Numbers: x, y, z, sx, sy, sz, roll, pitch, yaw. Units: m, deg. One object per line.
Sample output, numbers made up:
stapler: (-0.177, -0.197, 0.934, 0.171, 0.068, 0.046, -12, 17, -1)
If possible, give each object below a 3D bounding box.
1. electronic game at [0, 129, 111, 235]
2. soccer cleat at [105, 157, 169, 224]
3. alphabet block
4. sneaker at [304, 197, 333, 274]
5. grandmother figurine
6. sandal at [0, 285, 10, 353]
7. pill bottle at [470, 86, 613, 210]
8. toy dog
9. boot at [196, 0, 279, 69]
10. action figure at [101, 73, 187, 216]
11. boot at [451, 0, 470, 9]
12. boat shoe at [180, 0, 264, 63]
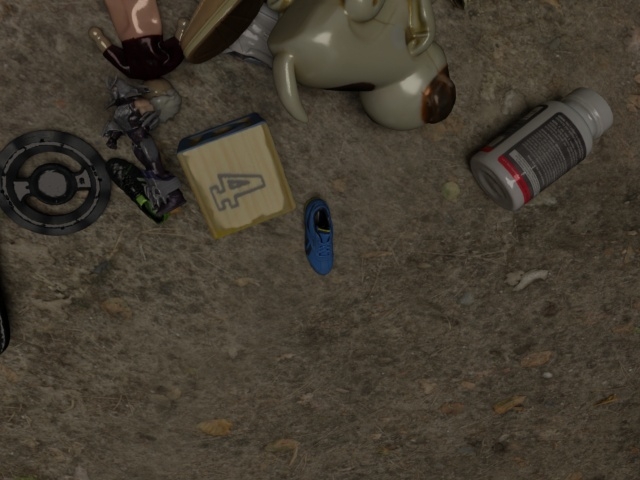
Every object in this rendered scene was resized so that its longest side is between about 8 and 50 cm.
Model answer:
electronic game: (-0.576, -0.122, 1.076, 0.229, 0.048, 0.230, -6, 108, -20)
soccer cleat: (-0.405, -0.110, 1.109, 0.060, 0.072, 0.179, -39, 113, 2)
alphabet block: (-0.184, -0.147, 1.089, 0.193, 0.192, 0.197, -21, 113, -4)
sneaker: (0.000, 0.000, 1.245, 0.069, 0.082, 0.210, -11, 113, -12)
grandmother figurine: (-0.356, -0.410, 1.009, 0.207, 0.104, 0.343, -1, 115, 16)
sandal: (-0.763, 0.052, 1.032, 0.167, 0.107, 0.446, -14, 100, -10)
pill bottle: (0.553, -0.234, 1.245, 0.318, 0.176, 0.176, -37, 113, 1)
toy dog: (0.115, -0.382, 1.012, 0.407, 0.284, 0.396, 25, 72, -40)
boot: (-0.190, -0.450, 1.029, 0.258, 0.095, 0.124, 18, 97, -20)
action figure: (-0.363, -0.197, 1.012, 0.099, 0.185, 0.285, -32, 113, -30)
boot: (0.383, -0.587, 1.133, 0.213, 0.077, 0.165, 38, 96, -17)
boat shoe: (-0.160, -0.486, 0.928, 0.110, 0.121, 0.341, 42, 99, -1)
